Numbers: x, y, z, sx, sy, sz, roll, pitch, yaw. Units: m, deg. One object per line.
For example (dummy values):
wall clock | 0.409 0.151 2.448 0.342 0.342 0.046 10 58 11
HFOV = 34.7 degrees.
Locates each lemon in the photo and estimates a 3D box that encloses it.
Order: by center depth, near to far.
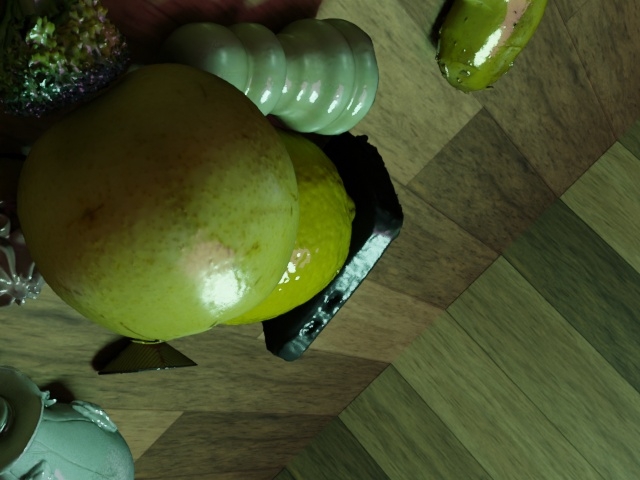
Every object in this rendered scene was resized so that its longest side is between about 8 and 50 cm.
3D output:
lemon | -0.116 -0.027 1.597 0.336 0.336 0.336 -35 156 -18

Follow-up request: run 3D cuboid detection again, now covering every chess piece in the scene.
chess piece | -0.087 -0.238 1.464 0.330 0.182 0.182 -7 139 -47

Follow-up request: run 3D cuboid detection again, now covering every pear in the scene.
pear | -0.193 -0.043 1.243 0.348 0.348 0.348 -35 156 -18

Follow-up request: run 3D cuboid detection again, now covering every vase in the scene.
vase | -0.494 0.380 1.819 0.250 0.250 0.445 -39 151 -8

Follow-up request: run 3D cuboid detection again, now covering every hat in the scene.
hat | -0.336 0.213 1.980 0.193 0.082 0.193 -6 173 -1

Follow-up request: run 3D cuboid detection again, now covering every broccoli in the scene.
broccoli | -0.314 -0.235 1.123 0.194 0.219 0.194 -5 117 -10

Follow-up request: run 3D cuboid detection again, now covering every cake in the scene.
cake | -0.410 0.004 1.350 0.208 0.178 0.185 -13 143 -55

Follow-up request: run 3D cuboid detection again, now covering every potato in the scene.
potato | 0.313 -0.403 1.834 0.173 0.140 0.300 -8 135 -43

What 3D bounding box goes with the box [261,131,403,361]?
box | 0.000 0.000 1.824 0.091 0.359 0.350 27 115 -23
